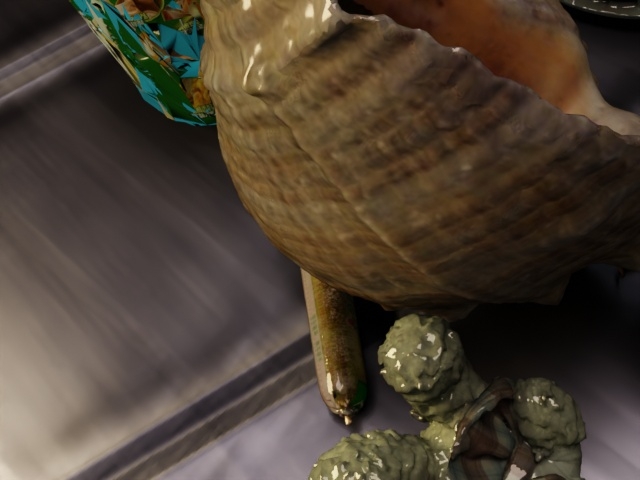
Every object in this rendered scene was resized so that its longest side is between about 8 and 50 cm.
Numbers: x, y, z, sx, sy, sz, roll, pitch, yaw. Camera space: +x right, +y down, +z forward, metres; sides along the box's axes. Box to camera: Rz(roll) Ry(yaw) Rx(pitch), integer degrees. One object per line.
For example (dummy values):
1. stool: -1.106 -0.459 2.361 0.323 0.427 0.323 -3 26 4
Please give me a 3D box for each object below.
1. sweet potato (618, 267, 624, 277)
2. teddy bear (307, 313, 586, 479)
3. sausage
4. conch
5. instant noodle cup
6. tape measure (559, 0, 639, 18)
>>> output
1. sweet potato: 0.263 -0.038 0.559 0.195 0.056 0.056 -35 57 -4
2. teddy bear: 0.100 0.139 0.460 0.213 0.111 0.133 35 91 3
3. sausage: 0.000 0.000 0.599 0.032 0.033 0.269 -12 56 5
4. conch: 0.044 -0.056 0.471 0.352 0.210 0.297 -5 33 -47
5. instant noodle cup: -0.085 -0.208 0.647 0.240 0.178 0.240 -12 46 13
6. tape measure: 0.257 -0.279 0.667 0.246 0.125 0.243 24 65 24
